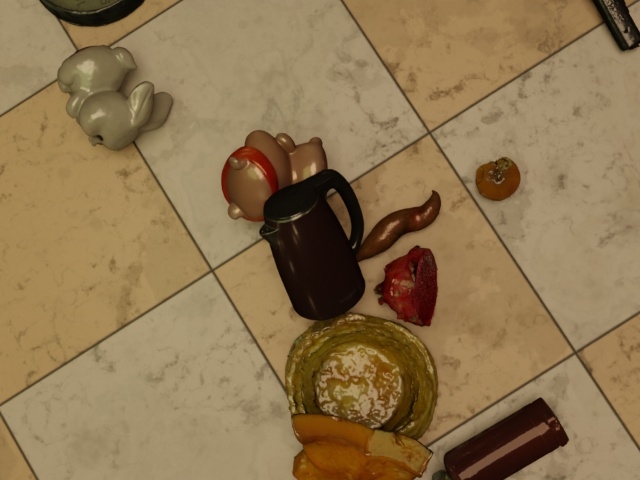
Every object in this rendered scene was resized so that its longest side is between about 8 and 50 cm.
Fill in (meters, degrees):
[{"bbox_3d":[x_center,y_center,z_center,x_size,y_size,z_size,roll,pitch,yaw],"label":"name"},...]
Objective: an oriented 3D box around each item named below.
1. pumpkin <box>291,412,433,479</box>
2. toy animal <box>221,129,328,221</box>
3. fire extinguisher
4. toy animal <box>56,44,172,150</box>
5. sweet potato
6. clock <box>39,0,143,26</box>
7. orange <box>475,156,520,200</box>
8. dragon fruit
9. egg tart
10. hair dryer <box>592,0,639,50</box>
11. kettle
[{"bbox_3d":[0.069,0.416,1.536,0.258,0.290,0.095,15,45,12],"label":"pumpkin"},{"bbox_3d":[-0.086,-0.113,1.625,0.198,0.171,0.171,-2,84,-17],"label":"toy animal"},{"bbox_3d":[0.312,0.395,1.581,0.269,0.105,0.104,-32,83,1],"label":"fire extinguisher"},{"bbox_3d":[-0.403,-0.280,1.684,0.178,0.127,0.193,-39,80,-2],"label":"toy animal"},{"bbox_3d":[0.145,-0.025,1.651,0.202,0.058,0.055,-32,67,2],"label":"sweet potato"},{"bbox_3d":[-0.464,-0.573,1.752,0.281,0.055,0.280,0,84,4],"label":"clock"},{"bbox_3d":[0.335,-0.115,1.642,0.086,0.062,0.086,0,87,4],"label":"orange"},{"bbox_3d":[0.147,0.084,1.608,0.111,0.153,0.153,-2,84,22],"label":"dragon fruit"},{"bbox_3d":[0.073,0.268,1.594,0.294,0.123,0.294,0,85,3],"label":"egg tart"},{"bbox_3d":[0.546,-0.478,1.662,0.197,0.089,0.251,-26,92,-1],"label":"hair dryer"},{"bbox_3d":[0.000,0.000,1.563,0.202,0.232,0.144,-35,38,-18],"label":"kettle"}]
